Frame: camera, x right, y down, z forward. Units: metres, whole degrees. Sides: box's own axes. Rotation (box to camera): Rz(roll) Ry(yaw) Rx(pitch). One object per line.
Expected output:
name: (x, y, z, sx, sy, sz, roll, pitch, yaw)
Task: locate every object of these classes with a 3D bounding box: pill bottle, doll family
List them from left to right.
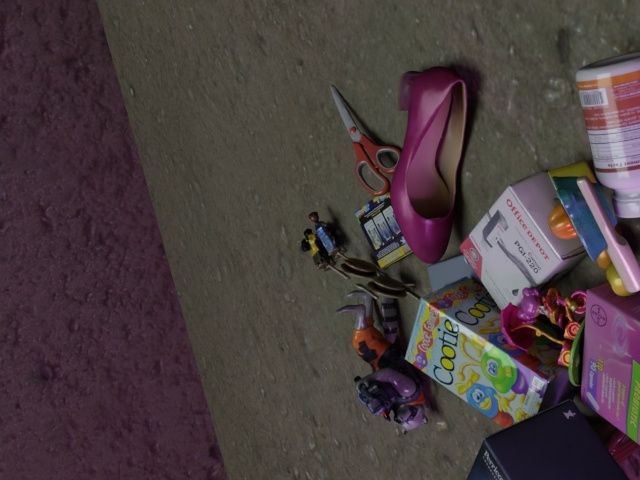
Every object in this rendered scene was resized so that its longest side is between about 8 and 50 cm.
doll family: (0.000, 0.000, 2.287, 0.111, 0.076, 0.193, 66, 148, 15)
pill bottle: (0.436, -0.147, 1.318, 0.121, 0.121, 0.216, 7, 116, 60)

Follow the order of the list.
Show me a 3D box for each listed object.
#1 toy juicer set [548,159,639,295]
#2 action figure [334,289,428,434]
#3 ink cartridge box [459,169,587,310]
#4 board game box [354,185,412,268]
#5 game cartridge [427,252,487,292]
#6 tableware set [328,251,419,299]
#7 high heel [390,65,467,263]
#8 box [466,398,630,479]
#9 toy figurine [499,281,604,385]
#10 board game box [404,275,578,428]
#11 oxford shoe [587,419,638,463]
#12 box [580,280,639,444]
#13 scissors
toy juicer set: (0.387, -0.002, 1.357, 0.209, 0.090, 0.329, 63, -164, -2)
action figure: (0.148, 0.278, 2.105, 0.341, 0.179, 0.330, -140, 25, -86)
ink cartridge box: (0.350, 0.008, 1.620, 0.158, 0.092, 0.218, 58, 149, 18)
board game box: (0.153, -0.030, 2.003, 0.141, 0.048, 0.170, 64, 152, 5)
game cartridge: (0.313, 0.166, 1.845, 0.196, 0.060, 0.294, -24, 87, 60)
tableware set: (0.118, 0.074, 2.078, 0.194, 0.128, 0.039, 33, 113, 49)
high heel: (0.211, -0.126, 1.728, 0.181, 0.127, 0.377, -151, 49, -66)
box: (0.376, 0.467, 1.513, 0.296, 0.183, 0.294, 58, 157, 33)
toy figurine: (0.371, 0.131, 1.548, 0.159, 0.130, 0.173, 18, 107, 35)
board game box: (0.310, 0.204, 1.683, 0.275, 0.144, 0.142, 32, 126, 33)
oxford shoe: (0.447, 0.363, 1.664, 0.130, 0.123, 0.348, 59, 152, 24)
box: (0.513, 0.196, 1.402, 0.243, 0.117, 0.213, 39, 141, 52)
scissors: (0.070, -0.211, 1.992, 0.109, 0.021, 0.297, -51, 55, 16)
